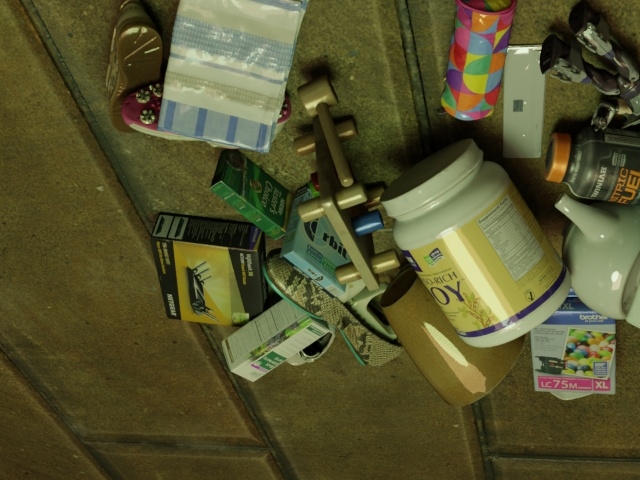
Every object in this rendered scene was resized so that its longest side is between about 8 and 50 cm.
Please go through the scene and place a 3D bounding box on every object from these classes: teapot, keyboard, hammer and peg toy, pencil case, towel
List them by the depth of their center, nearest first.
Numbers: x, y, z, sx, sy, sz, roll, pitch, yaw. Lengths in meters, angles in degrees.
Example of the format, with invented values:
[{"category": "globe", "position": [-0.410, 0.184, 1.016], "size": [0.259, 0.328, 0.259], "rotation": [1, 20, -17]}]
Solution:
[{"category": "pencil case", "position": [0.253, -0.306, 1.415], "size": [0.104, 0.105, 0.236], "rotation": [9, 140, 3]}, {"category": "towel", "position": [-0.152, -0.298, 1.454], "size": [0.209, 0.034, 0.285], "rotation": [12, 110, -9]}, {"category": "keyboard", "position": [0.362, -0.241, 1.532], "size": [0.072, 0.014, 0.256], "rotation": [5, 140, 16]}, {"category": "hammer and peg toy", "position": [0.027, -0.101, 1.578], "size": [0.127, 0.266, 0.361], "rotation": [-18, 134, 13]}, {"category": "teapot", "position": [0.551, 0.018, 1.657], "size": [0.187, 0.252, 0.256], "rotation": [30, 127, 37]}]

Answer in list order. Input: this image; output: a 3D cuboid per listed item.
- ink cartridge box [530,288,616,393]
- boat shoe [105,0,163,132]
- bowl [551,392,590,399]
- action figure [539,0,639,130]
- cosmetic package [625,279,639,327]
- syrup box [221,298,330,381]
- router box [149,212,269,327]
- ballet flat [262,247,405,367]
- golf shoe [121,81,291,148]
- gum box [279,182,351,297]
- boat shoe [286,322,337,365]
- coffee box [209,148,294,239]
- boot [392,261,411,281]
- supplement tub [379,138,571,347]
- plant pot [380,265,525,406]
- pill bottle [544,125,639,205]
[{"category": "ink cartridge box", "position": [0.568, 0.218, 1.939], "size": [0.185, 0.065, 0.311], "rotation": [-1, 125, 18]}, {"category": "boat shoe", "position": [-0.336, -0.309, 1.574], "size": [0.104, 0.089, 0.285], "rotation": [-5, 148, -21]}, {"category": "bowl", "position": [0.614, 0.324, 2.099], "size": [0.142, 0.053, 0.142], "rotation": [-28, 126, 37]}, {"category": "action figure", "position": [0.493, -0.262, 1.411], "size": [0.284, 0.099, 0.185], "rotation": [26, 133, -22]}, {"category": "cosmetic package", "position": [0.728, -0.024, 1.322], "size": [0.327, 0.329, 0.394], "rotation": [28, 136, 28]}, {"category": "syrup box", "position": [-0.107, 0.226, 2.021], "size": [0.236, 0.096, 0.093], "rotation": [-36, 141, 14]}, {"category": "router box", "position": [-0.248, 0.078, 1.995], "size": [0.242, 0.081, 0.309], "rotation": [6, 140, 5]}, {"category": "ballet flat", "position": [0.070, 0.130, 1.941], "size": [0.182, 0.164, 0.483], "rotation": [-27, 136, 19]}, {"category": "golf shoe", "position": [-0.210, -0.214, 1.587], "size": [0.306, 0.115, 0.140], "rotation": [0, 155, -12]}, {"category": "gum box", "position": [0.000, 0.000, 1.763], "size": [0.041, 0.185, 0.157], "rotation": [-26, 127, 37]}, {"category": "boat shoe", "position": [-0.026, 0.258, 2.147], "size": [0.096, 0.088, 0.267], "rotation": [26, 138, -17]}, {"category": "coffee box", "position": [-0.135, -0.096, 1.742], "size": [0.040, 0.113, 0.184], "rotation": [-29, 124, 35]}, {"category": "boot", "position": [0.255, 0.154, 1.968], "size": [0.236, 0.089, 0.269], "rotation": [-32, 125, 27]}, {"category": "supplement tub", "position": [0.283, 0.004, 1.597], "size": [0.241, 0.241, 0.331], "rotation": [-27, 103, 37]}, {"category": "plant pot", "position": [0.255, 0.174, 1.802], "size": [0.254, 0.237, 0.237], "rotation": [42, 133, -13]}, {"category": "pill bottle", "position": [0.526, -0.132, 1.526], "size": [0.245, 0.131, 0.130], "rotation": [9, 140, 4]}]
